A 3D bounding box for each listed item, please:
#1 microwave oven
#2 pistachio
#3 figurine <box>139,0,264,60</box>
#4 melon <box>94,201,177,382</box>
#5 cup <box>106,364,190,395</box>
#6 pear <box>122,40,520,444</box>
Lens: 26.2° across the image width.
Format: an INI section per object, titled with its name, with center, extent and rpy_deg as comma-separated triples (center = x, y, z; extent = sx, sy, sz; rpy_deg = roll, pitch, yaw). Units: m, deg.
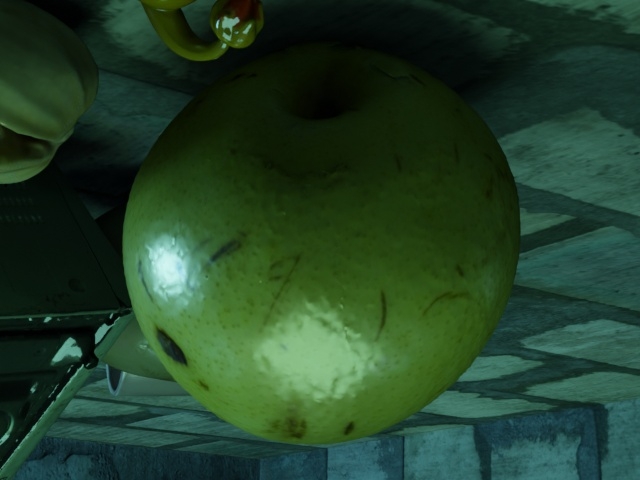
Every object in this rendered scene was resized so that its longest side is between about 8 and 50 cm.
[microwave oven]
center = -0.420, 0.125, 1.422
extent = 0.333, 0.247, 0.394
rpy_deg = -2, 141, -48
[pistachio]
center = -0.289, -0.134, 1.086
extent = 0.229, 0.157, 0.157
rpy_deg = 19, 157, -32
[figurine]
center = -0.067, -0.186, 0.897
extent = 0.176, 0.122, 0.121
rpy_deg = -23, -175, 42
[melon]
center = -0.137, 0.049, 1.554
extent = 0.317, 0.223, 0.223
rpy_deg = -3, 164, 12
[cup]
center = -0.184, 0.107, 1.871
extent = 0.200, 0.191, 0.253
rpy_deg = 3, -166, -17
[pear]
center = 0.000, 0.000, 1.177
extent = 0.348, 0.348, 0.348
rpy_deg = 1, 164, 0
